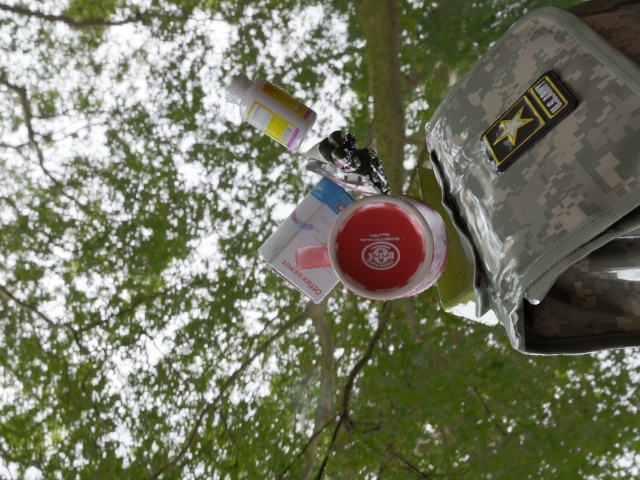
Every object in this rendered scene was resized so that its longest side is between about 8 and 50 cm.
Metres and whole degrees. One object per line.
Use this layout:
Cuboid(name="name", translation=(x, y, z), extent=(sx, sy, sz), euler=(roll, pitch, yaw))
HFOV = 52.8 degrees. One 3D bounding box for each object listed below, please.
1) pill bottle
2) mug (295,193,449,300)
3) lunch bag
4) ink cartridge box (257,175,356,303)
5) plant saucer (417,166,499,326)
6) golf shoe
Cuboid(name="pill bottle", translation=(-0.047, -0.124, 0.610), extent=(0.083, 0.043, 0.043), euler=(33, -136, -4))
Cuboid(name="mug", translation=(0.054, 0.017, 0.632), extent=(0.113, 0.150, 0.169), euler=(55, -171, 6))
Cuboid(name="lunch bag", translation=(0.219, -0.060, 0.430), extent=(0.287, 0.169, 0.235), euler=(-16, -143, 7))
Cuboid(name="ink cartridge box", translation=(0.000, 0.000, 0.761), extent=(0.088, 0.122, 0.052), euler=(42, 179, -31))
Cuboid(name="plant saucer", translation=(0.199, 0.008, 0.841), extent=(0.188, 0.045, 0.188), euler=(21, -123, -54))
Cuboid(name="golf shoe", translation=(0.064, -0.157, 1.448), extent=(0.273, 0.120, 0.105), euler=(30, -134, -50))
